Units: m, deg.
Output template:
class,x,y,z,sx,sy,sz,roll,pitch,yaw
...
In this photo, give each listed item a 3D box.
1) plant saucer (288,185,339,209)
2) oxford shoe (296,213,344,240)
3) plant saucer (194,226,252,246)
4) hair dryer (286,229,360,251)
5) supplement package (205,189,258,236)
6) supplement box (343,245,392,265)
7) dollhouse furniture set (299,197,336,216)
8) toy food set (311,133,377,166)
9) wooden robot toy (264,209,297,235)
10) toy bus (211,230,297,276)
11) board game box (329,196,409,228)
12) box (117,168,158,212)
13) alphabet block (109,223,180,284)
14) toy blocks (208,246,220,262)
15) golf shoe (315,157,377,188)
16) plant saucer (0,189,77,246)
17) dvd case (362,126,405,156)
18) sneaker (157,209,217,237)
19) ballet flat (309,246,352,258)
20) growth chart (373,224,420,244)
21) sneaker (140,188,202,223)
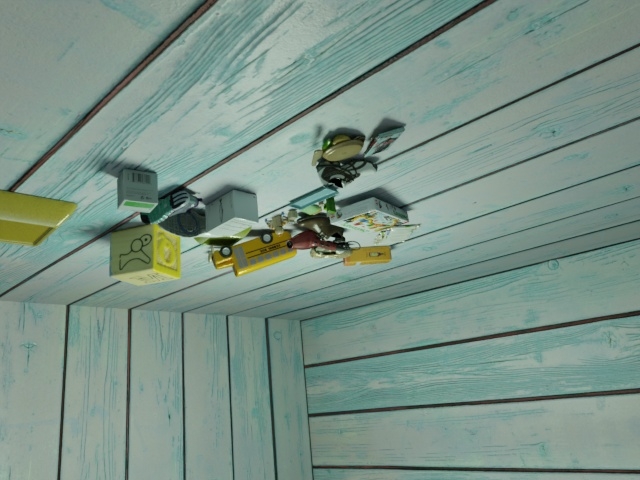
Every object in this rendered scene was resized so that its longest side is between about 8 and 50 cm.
class,x,y,z,sx,sy,sz,roll,pitch,yaw
plant saucer,-0.026,-0.152,1.815,0.192,0.018,0.067,-19,158,39
oxford shoe,0.006,-0.049,2.022,0.227,0.096,0.082,8,159,-34
plant saucer,-0.401,-0.017,2.079,0.188,0.045,0.188,7,159,-33
hair dryer,0.000,0.000,2.107,0.293,0.080,0.223,-4,-173,-15
supplement package,-0.309,-0.091,1.771,0.105,0.105,0.179,11,155,-43
supplement box,0.229,0.077,2.520,0.233,0.078,0.080,-4,163,-5
dollhouse furniture set,-0.007,-0.109,1.886,0.076,0.059,0.151,12,155,-44
toy food set,0.064,-0.267,1.458,0.192,0.039,0.132,-14,169,-11
wooden robot toy,-0.147,-0.055,1.980,0.173,0.079,0.076,-19,158,37
toy bus,-0.277,0.057,2.126,0.332,0.130,0.108,-19,174,-19
board game box,0.193,-0.090,1.976,0.192,0.053,0.305,-17,164,30
box,-0.546,-0.147,1.525,0.101,0.102,0.087,5,162,-34
alphabet block,-0.681,0.059,1.998,0.197,0.193,0.193,-9,164,15
toy blocks,-0.427,0.067,2.323,0.148,0.054,0.123,1,161,-22
golf shoe,0.084,-0.199,1.574,0.198,0.094,0.077,-3,161,-15
plant saucer,-1.026,-0.062,1.685,0.332,0.081,0.332,10,157,-42
dvd case,0.177,-0.276,1.441,0.087,0.013,0.119,-21,168,-24
sneaker,-0.450,-0.049,1.871,0.297,0.111,0.129,7,166,-30
ballet flat,0.054,0.047,2.394,0.206,0.073,0.067,-7,149,-7
growth chart,0.338,-0.023,2.331,0.171,0.021,0.237,-2,162,-9
sneaker,-0.504,-0.102,1.723,0.223,0.083,0.098,-16,165,28
